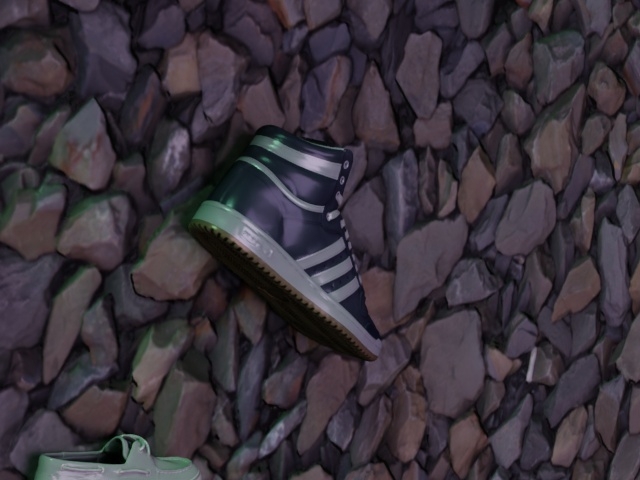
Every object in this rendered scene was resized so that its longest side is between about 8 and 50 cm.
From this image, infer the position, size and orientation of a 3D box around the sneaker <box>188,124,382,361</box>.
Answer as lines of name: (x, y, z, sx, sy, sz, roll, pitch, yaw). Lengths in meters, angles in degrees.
sneaker: (0.000, 0.000, 1.599, 0.282, 0.099, 0.153, 44, 68, -40)

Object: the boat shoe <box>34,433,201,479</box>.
boat shoe: (-0.184, 0.210, 1.471, 0.184, 0.066, 0.063, 0, 99, -38)
